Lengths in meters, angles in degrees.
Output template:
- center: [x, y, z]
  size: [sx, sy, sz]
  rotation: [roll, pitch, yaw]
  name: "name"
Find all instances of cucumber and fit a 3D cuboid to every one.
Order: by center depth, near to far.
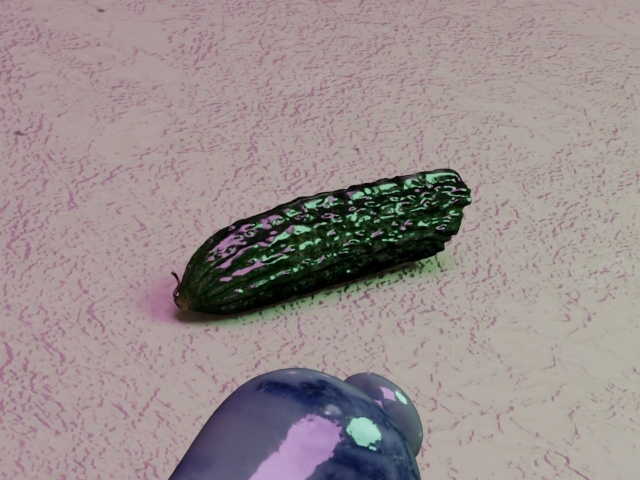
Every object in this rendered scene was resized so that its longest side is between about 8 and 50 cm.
- center: [-0.001, -0.001, 1.510]
  size: [0.265, 0.077, 0.077]
  rotation: [-14, 36, -37]
  name: "cucumber"

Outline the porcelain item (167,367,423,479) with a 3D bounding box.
- center: [-0.038, 0.166, 1.150]
  size: [0.141, 0.141, 0.259]
  rotation: [27, 42, 29]
  name: "porcelain item"
